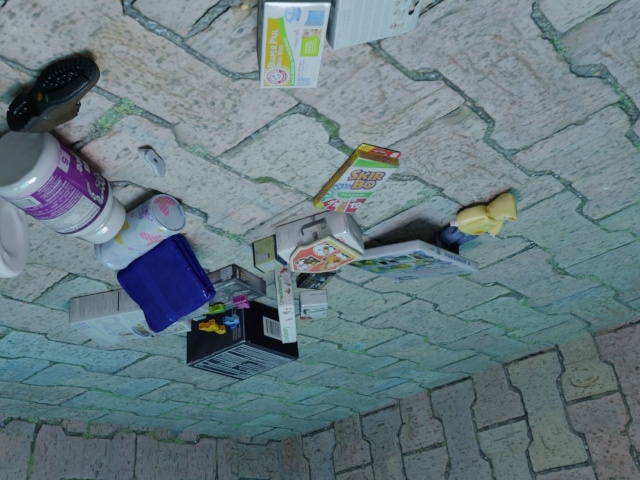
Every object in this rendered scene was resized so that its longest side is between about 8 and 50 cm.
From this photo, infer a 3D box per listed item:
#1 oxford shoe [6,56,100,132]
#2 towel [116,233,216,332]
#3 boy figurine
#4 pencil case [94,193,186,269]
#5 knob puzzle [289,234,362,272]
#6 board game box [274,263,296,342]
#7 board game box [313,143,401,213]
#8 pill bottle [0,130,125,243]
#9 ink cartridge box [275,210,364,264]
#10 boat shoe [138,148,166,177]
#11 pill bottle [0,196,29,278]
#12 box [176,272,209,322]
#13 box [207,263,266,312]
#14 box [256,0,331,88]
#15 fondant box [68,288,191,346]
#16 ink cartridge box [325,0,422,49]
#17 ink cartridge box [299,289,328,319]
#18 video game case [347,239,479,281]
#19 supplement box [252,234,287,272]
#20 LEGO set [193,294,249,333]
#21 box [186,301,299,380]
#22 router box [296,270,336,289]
[{"bbox_3d":[-0.505,-0.284,1.239,0.227,0.082,0.096,-25,169,24],"label":"oxford shoe"},{"bbox_3d":[-0.451,0.124,1.860,0.308,0.227,0.076,-31,-176,38],"label":"towel"},{"bbox_3d":[0.477,-0.045,1.884,0.177,0.092,0.285,17,146,-34],"label":"boy figurine"},{"bbox_3d":[-0.476,-0.019,1.665,0.273,0.113,0.124,-29,155,33],"label":"pencil case"},{"bbox_3d":[-0.004,0.059,1.820,0.213,0.029,0.213,-6,151,-3],"label":"knob puzzle"},{"bbox_3d":[-0.114,0.188,2.044,0.053,0.192,0.305,-6,151,-4],"label":"board game box"},{"bbox_3d":[0.095,-0.155,1.649,0.124,0.039,0.259,8,144,-28],"label":"board game box"},{"bbox_3d":[-0.577,-0.110,1.418,0.169,0.169,0.301,-16,151,13],"label":"pill bottle"},{"bbox_3d":[0.000,0.000,1.840,0.218,0.092,0.158,-15,150,16],"label":"ink cartridge box"},{"bbox_3d":[-0.395,-0.182,1.479,0.035,0.035,0.100,13,160,18],"label":"boat shoe"},{"bbox_3d":[-0.916,0.000,1.471,0.393,0.224,0.224,-6,151,-3],"label":"pill bottle"},{"bbox_3d":[-0.424,0.173,1.992,0.126,0.137,0.072,-21,151,22],"label":"box"},{"bbox_3d":[-0.322,0.166,2.092,0.231,0.056,0.183,-22,150,23],"label":"box"},{"bbox_3d":[-0.055,-0.379,1.134,0.114,0.103,0.203,-3,151,-9],"label":"box"},{"bbox_3d":[-0.632,0.252,2.129,0.331,0.096,0.238,-10,151,5],"label":"fondant box"},{"bbox_3d":[0.102,-0.435,1.160,0.179,0.045,0.145,-20,154,-16],"label":"ink cartridge box"},{"bbox_3d":[-0.026,0.234,2.287,0.099,0.056,0.135,-5,151,-4],"label":"ink cartridge box"},{"bbox_3d":[0.276,0.070,1.995,0.300,0.036,0.329,18,160,-39],"label":"video game case"},{"bbox_3d":[-0.152,0.040,1.880,0.083,0.083,0.056,-19,150,20],"label":"supplement box"},{"bbox_3d":[-0.330,0.264,2.119,0.227,0.087,0.093,-16,151,16],"label":"LEGO set"},{"bbox_3d":[-0.290,0.369,2.333,0.294,0.182,0.296,-27,144,28],"label":"box"},{"bbox_3d":[-0.016,0.121,2.107,0.092,0.038,0.122,8,148,-26],"label":"router box"}]
